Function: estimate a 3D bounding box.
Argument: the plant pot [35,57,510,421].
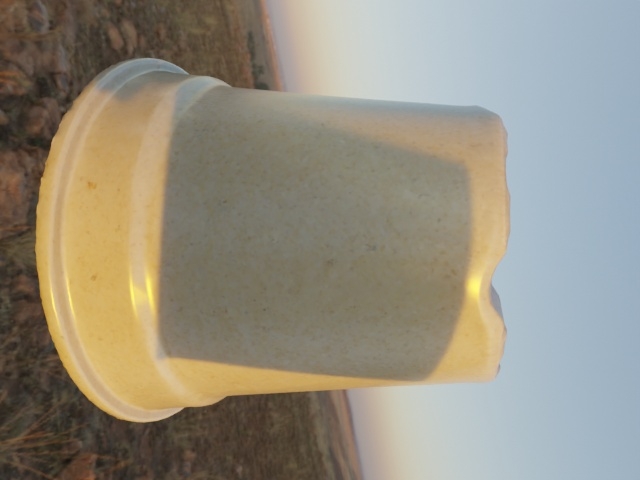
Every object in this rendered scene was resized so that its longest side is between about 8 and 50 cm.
[{"bbox_3d":[0.000,0.000,0.463,0.334,0.305,0.334,0,90,-75],"label":"plant pot"}]
